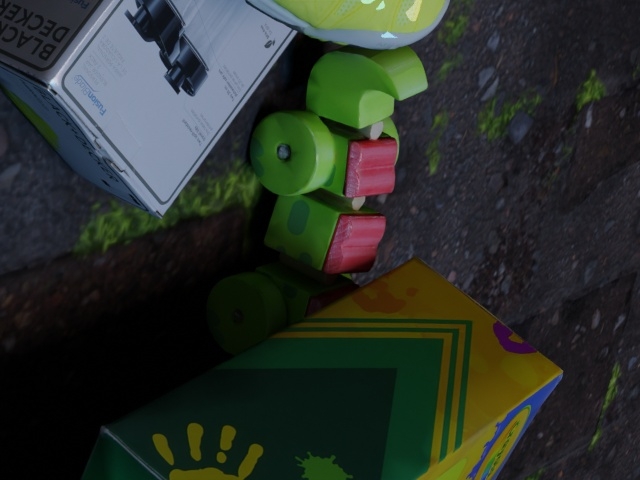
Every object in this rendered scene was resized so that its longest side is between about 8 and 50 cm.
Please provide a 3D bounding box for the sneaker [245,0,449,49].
[{"bbox_3d":[-0.028,-0.260,0.941,0.145,0.147,0.385,-46,120,-20],"label":"sneaker"}]

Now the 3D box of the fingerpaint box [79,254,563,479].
[{"bbox_3d":[-0.055,0.269,1.283,0.371,0.163,0.445,-26,148,-50],"label":"fingerpaint box"}]

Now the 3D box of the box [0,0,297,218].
[{"bbox_3d":[-0.082,-0.180,1.096,0.290,0.087,0.169,-56,148,-12],"label":"box"}]

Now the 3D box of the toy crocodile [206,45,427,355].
[{"bbox_3d":[0.000,0.000,1.330,0.115,0.105,0.341,-10,121,-52],"label":"toy crocodile"}]
